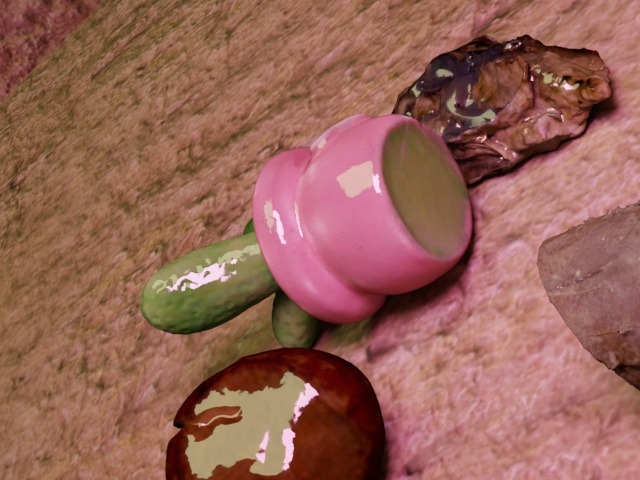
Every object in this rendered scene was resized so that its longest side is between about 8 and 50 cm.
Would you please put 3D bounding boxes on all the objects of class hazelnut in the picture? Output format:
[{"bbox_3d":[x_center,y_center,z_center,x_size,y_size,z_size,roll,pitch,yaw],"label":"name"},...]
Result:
[{"bbox_3d":[-0.038,0.223,1.179,0.234,0.218,0.218,-30,33,1],"label":"hazelnut"}]

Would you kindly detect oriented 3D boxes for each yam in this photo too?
[{"bbox_3d":[0.328,0.025,0.898,0.304,0.168,0.168,-23,42,40],"label":"yam"}]

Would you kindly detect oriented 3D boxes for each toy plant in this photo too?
[{"bbox_3d":[0.002,-0.005,1.350,0.356,0.211,0.317,-32,3,37],"label":"toy plant"}]

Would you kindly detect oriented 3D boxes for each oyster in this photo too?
[{"bbox_3d":[0.179,-0.151,1.351,0.221,0.096,0.361,-61,29,-2],"label":"oyster"}]
